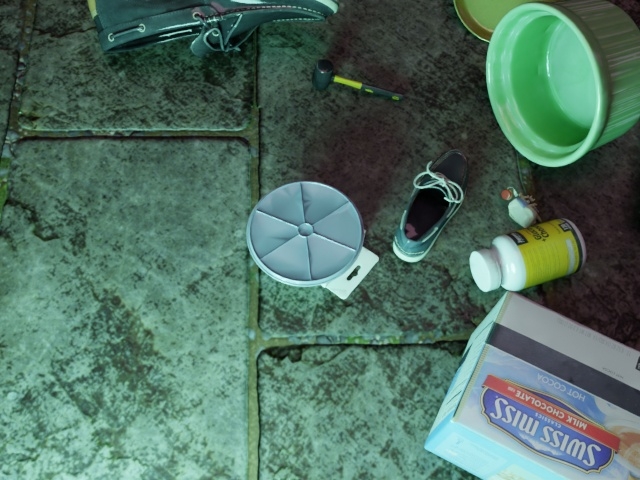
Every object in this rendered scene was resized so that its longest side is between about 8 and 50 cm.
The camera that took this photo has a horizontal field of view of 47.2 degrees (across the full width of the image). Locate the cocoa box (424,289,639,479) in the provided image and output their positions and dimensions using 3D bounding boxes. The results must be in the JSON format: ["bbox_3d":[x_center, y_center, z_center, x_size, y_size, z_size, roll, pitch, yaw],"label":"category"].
[{"bbox_3d":[0.370,0.278,1.107,0.347,0.231,0.228,26,66,9],"label":"cocoa box"}]

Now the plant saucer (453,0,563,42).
[{"bbox_3d":[0.403,-0.537,1.552,0.241,0.037,0.240,3,103,13],"label":"plant saucer"}]

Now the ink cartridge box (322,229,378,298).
[{"bbox_3d":[0.000,0.000,1.311,0.198,0.067,0.115,36,68,13],"label":"ink cartridge box"}]

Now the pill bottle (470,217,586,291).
[{"bbox_3d":[0.365,0.030,1.299,0.184,0.103,0.103,-16,66,-11],"label":"pill bottle"}]

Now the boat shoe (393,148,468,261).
[{"bbox_3d":[0.210,-0.079,1.356,0.095,0.079,0.254,32,66,12],"label":"boat shoe"}]

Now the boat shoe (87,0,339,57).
[{"bbox_3d":[-0.212,-0.442,1.452,0.501,0.187,0.155,-1,96,3],"label":"boat shoe"}]

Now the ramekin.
[{"bbox_3d":[0.462,-0.302,1.367,0.148,0.303,0.303,-19,67,-20],"label":"ramekin"}]

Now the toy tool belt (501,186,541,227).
[{"bbox_3d":[0.381,-0.064,1.383,0.051,0.052,0.083,-16,65,-45],"label":"toy tool belt"}]

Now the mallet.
[{"bbox_3d":[0.073,-0.311,1.491,0.190,0.062,0.039,18,65,-11],"label":"mallet"}]

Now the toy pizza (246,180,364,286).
[{"bbox_3d":[-0.026,-0.011,1.260,0.201,0.032,0.201,0,64,0],"label":"toy pizza"}]
